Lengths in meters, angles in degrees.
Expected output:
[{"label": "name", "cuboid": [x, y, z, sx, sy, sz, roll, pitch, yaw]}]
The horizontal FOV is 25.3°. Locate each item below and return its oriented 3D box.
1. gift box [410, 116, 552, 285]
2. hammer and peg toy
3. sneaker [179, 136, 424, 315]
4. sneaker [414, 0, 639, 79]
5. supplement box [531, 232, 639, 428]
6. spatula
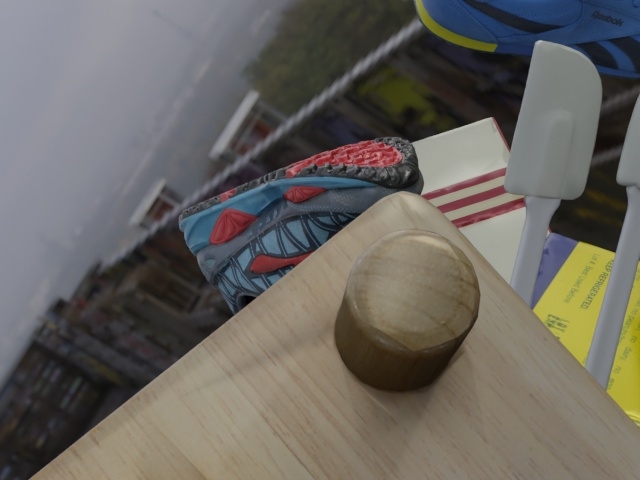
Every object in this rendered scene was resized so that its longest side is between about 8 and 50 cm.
[{"label": "gift box", "cuboid": [0.088, 0.069, 1.304, 0.258, 0.255, 0.276, -17, 39, 1]}, {"label": "hammer and peg toy", "cuboid": [0.053, 0.187, 0.387, 0.266, 0.361, 0.127, -39, -11, -15]}, {"label": "sneaker", "cuboid": [0.000, 0.000, 1.102, 0.104, 0.125, 0.262, -23, 3, -36]}, {"label": "sneaker", "cuboid": [0.160, -0.141, 0.811, 0.082, 0.209, 0.069, 130, 143, -69]}, {"label": "supplement box", "cuboid": [0.284, 0.169, 1.028, 0.194, 0.357, 0.195, -45, -32, -50]}, {"label": "spatula", "cuboid": [0.175, 0.016, 0.799, 0.019, 0.168, 0.242, -124, 41, -67]}]
